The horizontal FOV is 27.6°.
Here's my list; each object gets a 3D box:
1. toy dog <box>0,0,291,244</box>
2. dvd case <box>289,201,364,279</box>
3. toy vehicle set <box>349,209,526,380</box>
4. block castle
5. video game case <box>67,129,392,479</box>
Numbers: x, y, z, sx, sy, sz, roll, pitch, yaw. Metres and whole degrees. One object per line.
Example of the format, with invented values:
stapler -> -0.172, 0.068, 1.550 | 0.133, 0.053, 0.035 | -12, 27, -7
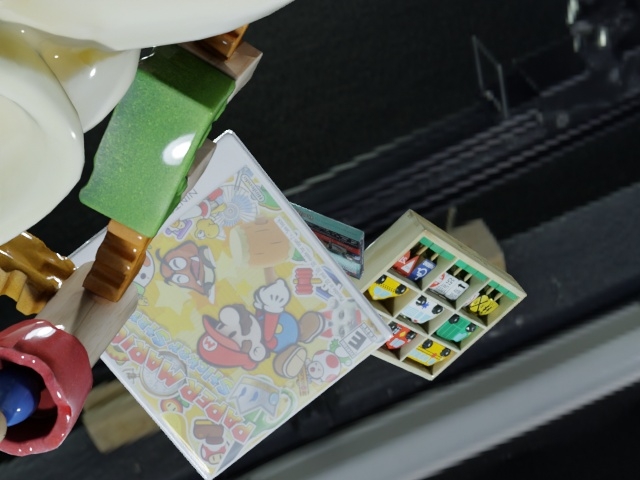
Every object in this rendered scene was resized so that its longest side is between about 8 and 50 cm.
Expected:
toy dog -> -0.126, -0.243, 0.452 | 0.395, 0.284, 0.408 | -20, -135, 11
dvd case -> 0.000, 0.000, 1.226 | 0.087, 0.119, 0.013 | 22, -108, 10
toy vehicle set -> 0.119, 0.071, 1.532 | 0.166, 0.267, 0.035 | -44, -126, 13
block castle -> -0.203, -0.106, 0.783 | 0.303, 0.453, 0.213 | 31, -148, 0
video game case -> -0.086, 0.057, 1.105 | 0.206, 0.227, 0.026 | -38, -169, 1
